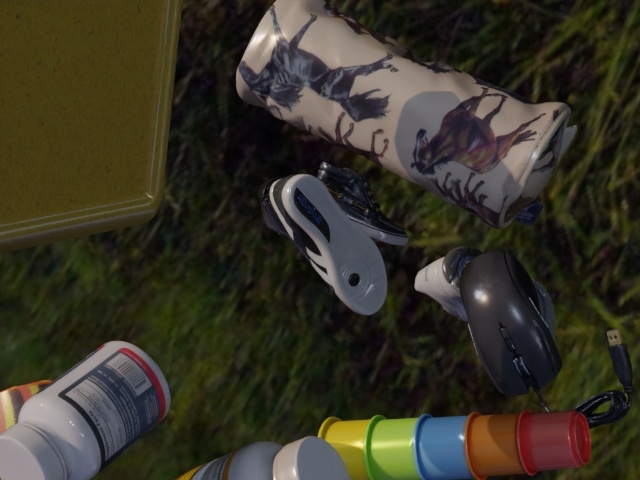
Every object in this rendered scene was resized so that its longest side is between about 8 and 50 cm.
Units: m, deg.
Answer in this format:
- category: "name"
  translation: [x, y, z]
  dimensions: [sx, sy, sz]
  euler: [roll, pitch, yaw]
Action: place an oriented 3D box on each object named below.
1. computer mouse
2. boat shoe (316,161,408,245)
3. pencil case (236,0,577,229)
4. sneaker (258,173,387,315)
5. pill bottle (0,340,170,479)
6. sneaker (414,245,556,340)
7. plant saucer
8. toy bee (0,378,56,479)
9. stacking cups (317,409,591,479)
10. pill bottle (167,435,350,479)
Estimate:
- category: "computer mouse"
  translation: [0.276, 0.123, 1.477]
  dimensions: [0.184, 0.262, 0.060]
  euler: [-20, 167, 21]
- category: "boat shoe"
  translation: [0.067, -0.055, 1.828]
  dimensions: [0.183, 0.083, 0.065]
  euler: [21, -175, -24]
- category: "pencil case"
  translation: [0.094, -0.164, 1.428]
  dimensions: [0.410, 0.183, 0.159]
  euler: [28, 112, 19]
- category: "sneaker"
  translation: [0.000, 0.000, 1.573]
  dimensions: [0.217, 0.079, 0.121]
  euler: [58, 158, -21]
- category: "pill bottle"
  translation: [-0.254, 0.193, 1.262]
  dimensions: [0.108, 0.180, 0.108]
  euler: [19, 126, 29]
- category: "sneaker"
  translation: [0.291, 0.104, 2.063]
  dimensions: [0.297, 0.111, 0.129]
  euler: [35, 151, -26]
- category: "plant saucer"
  translation: [-0.251, -0.133, 1.118]
  dimensions: [0.081, 0.333, 0.332]
  euler: [24, 116, 37]
- category: "toy bee"
  translation: [-0.414, 0.245, 1.391]
  dimensions: [0.162, 0.298, 0.195]
  euler: [12, -146, -53]
- category: "stacking cups"
  translation: [0.156, 0.239, 1.399]
  dimensions: [0.316, 0.096, 0.096]
  euler: [-10, 139, 24]
- category: "pill bottle"
  translation: [-0.089, 0.312, 1.374]
  dimensions: [0.246, 0.136, 0.136]
  euler: [-28, 124, 29]
